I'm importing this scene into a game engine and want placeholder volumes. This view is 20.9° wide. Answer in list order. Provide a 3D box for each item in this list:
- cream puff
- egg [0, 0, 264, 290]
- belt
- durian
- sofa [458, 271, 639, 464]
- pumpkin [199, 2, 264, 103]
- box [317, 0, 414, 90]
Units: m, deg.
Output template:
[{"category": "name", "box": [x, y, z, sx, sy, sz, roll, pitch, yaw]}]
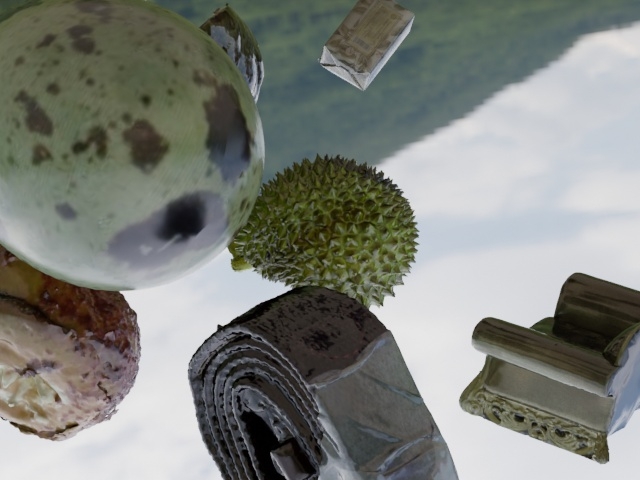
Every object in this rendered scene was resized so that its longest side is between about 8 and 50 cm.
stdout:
[{"category": "cream puff", "box": [-0.303, 0.098, 1.871, 0.240, 0.240, 0.164, -1, -133, 36]}, {"category": "egg", "box": [-0.221, -0.105, 1.710, 0.287, 0.287, 0.379, -20, -140, -42]}, {"category": "belt", "box": [0.014, 0.183, 1.553, 0.184, 0.289, 0.164, -26, 178, 42]}, {"category": "durian", "box": [0.007, -0.011, 1.786, 0.198, 0.159, 0.146, 20, -171, -6]}, {"category": "sofa", "box": [0.303, 0.115, 1.973, 0.200, 0.182, 0.258, 18, -157, 34]}, {"category": "pumpkin", "box": [-0.126, -0.198, 2.110, 0.254, 0.130, 0.149, -44, -170, -35]}, {"category": "box", "box": [0.048, -0.212, 1.817, 0.098, 0.062, 0.045, -52, 172, -25]}]
